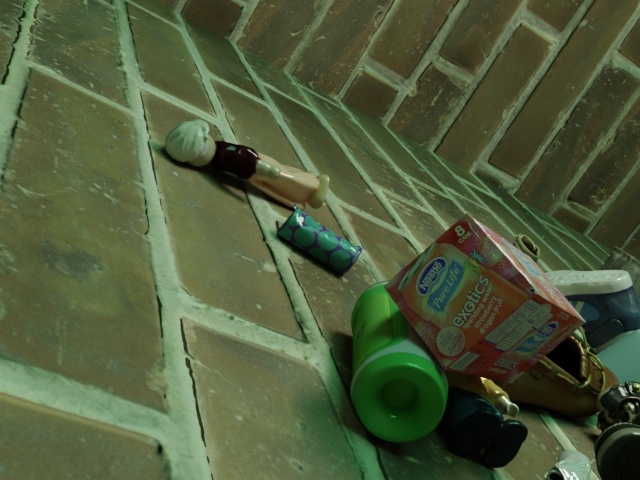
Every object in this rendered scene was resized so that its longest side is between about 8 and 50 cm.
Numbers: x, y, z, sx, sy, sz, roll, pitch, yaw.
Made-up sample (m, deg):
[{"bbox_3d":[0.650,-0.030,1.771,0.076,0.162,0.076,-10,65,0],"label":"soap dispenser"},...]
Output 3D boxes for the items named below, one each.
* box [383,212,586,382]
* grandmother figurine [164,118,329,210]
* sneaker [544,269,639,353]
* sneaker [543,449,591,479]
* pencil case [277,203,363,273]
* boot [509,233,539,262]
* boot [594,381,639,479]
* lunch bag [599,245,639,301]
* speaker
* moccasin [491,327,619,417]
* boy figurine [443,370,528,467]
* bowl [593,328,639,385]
[{"bbox_3d":[0.236,0.089,1.153,0.142,0.154,0.300,55,16,27],"label":"box"},{"bbox_3d":[-0.146,-0.148,1.659,0.342,0.104,0.208,18,-6,-32],"label":"grandmother figurine"},{"bbox_3d":[0.652,0.201,2.088,0.130,0.236,0.323,-25,12,-40],"label":"sneaker"},{"bbox_3d":[0.360,0.342,1.223,0.061,0.053,0.152,30,17,2],"label":"sneaker"},{"bbox_3d":[0.000,0.000,1.534,0.152,0.064,0.070,33,41,0],"label":"pencil case"},{"bbox_3d":[0.449,0.053,2.020,0.077,0.165,0.213,30,18,-10],"label":"boot"},{"bbox_3d":[0.544,0.347,1.393,0.377,0.138,0.284,30,17,-23],"label":"boot"},{"bbox_3d":[0.868,0.195,2.256,0.287,0.235,0.169,30,11,-7],"label":"lunch bag"},{"bbox_3d":[0.103,0.155,1.159,0.131,0.131,0.296,30,16,-7],"label":"speaker"},{"bbox_3d":[0.436,0.227,1.527,0.380,0.147,0.139,20,20,-37],"label":"moccasin"},{"bbox_3d":[0.219,0.218,1.263,0.177,0.092,0.285,25,21,-16],"label":"boy figurine"},{"bbox_3d":[0.765,0.312,1.862,0.312,0.163,0.311,30,16,-9],"label":"bowl"}]
